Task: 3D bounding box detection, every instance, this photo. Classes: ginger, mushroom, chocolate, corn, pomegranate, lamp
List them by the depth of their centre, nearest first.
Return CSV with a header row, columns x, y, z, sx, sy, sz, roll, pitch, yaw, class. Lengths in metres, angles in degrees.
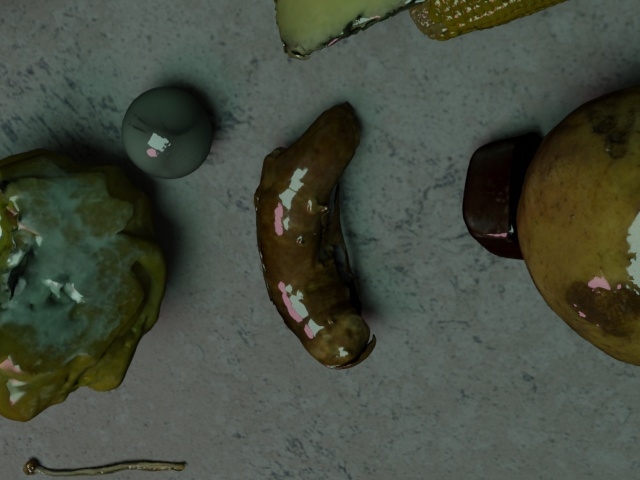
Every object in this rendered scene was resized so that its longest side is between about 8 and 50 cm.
x,y,z,sx,sy,sz,roll,pitch,yaw,class
0.202,-0.262,0.918,0.261,0.097,0.097,-20,110,28,corn
0.326,-0.011,0.918,0.281,0.281,0.281,8,121,14,pomegranate
0.197,-0.029,1.048,0.080,0.125,0.149,-2,123,38,chocolate
-0.175,-0.123,1.121,0.105,0.105,0.105,8,121,14,lamp
-0.011,0.002,1.137,0.133,0.107,0.309,5,117,32,ginger
-0.330,0.346,1.489,0.286,0.028,0.026,-4,75,19,mushroom

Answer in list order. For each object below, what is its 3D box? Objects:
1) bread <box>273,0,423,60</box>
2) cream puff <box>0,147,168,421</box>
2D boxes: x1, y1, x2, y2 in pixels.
x,y,z,sx,sy,sz,roll,pitch,yaw,class
0.029,-0.352,0.833,0.248,0.279,0.315,-20,122,35,bread
-0.340,0.053,1.205,0.274,0.323,0.270,23,170,-28,cream puff
